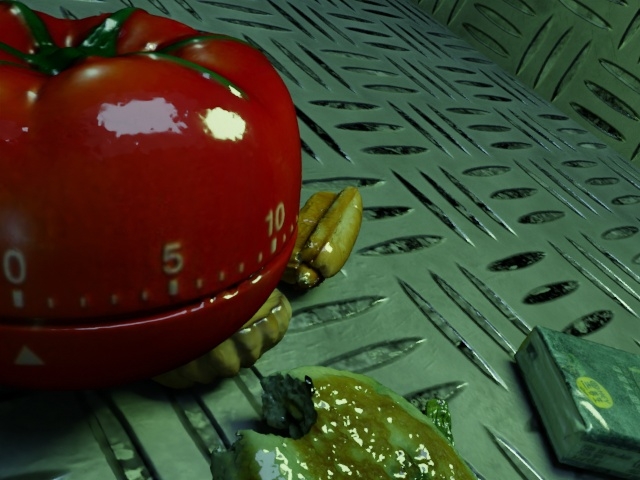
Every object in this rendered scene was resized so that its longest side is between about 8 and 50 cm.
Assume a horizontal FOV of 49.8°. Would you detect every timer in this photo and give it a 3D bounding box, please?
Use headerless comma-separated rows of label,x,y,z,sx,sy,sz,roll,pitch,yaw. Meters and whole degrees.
timer,-0.204,-0.047,0.592,0.378,0.279,0.378,7,29,-4

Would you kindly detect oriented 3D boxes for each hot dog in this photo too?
hot dog,0.000,0.000,0.919,0.102,0.076,0.249,-5,24,17

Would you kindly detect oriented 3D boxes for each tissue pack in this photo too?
tissue pack,0.397,0.224,0.904,0.257,0.081,0.185,17,33,-17

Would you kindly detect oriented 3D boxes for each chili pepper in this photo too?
chili pepper,0.131,0.211,0.760,0.030,0.034,0.091,-5,32,9

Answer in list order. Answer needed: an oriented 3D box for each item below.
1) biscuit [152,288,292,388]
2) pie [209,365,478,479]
biscuit,-0.091,0.098,0.700,0.118,0.061,0.183,-4,16,30
pie,0.052,0.226,0.591,0.303,0.067,0.302,31,22,-14
